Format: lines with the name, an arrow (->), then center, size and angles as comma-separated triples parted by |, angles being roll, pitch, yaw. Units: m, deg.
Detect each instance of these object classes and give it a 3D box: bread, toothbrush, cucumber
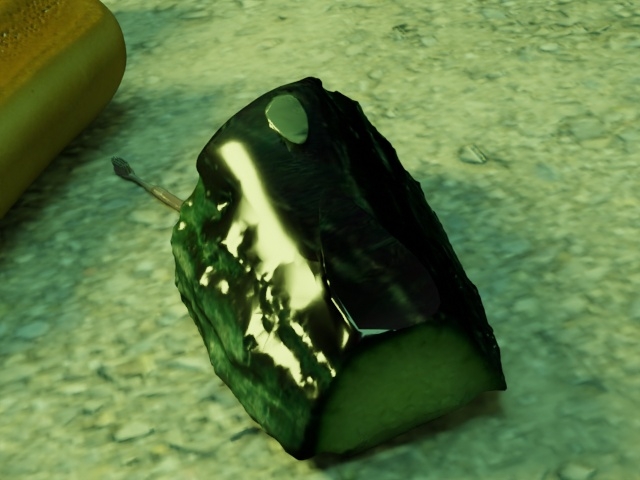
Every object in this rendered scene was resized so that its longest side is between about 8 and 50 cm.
bread -> -0.177, -0.051, 0.648 | 0.093, 0.074, 0.239 | 22, 39, 8
toothbrush -> -0.076, -0.022, 0.642 | 0.006, 0.008, 0.097 | -40, 43, -19
cucumber -> 0.000, 0.000, 0.532 | 0.115, 0.085, 0.193 | -14, 40, -12
